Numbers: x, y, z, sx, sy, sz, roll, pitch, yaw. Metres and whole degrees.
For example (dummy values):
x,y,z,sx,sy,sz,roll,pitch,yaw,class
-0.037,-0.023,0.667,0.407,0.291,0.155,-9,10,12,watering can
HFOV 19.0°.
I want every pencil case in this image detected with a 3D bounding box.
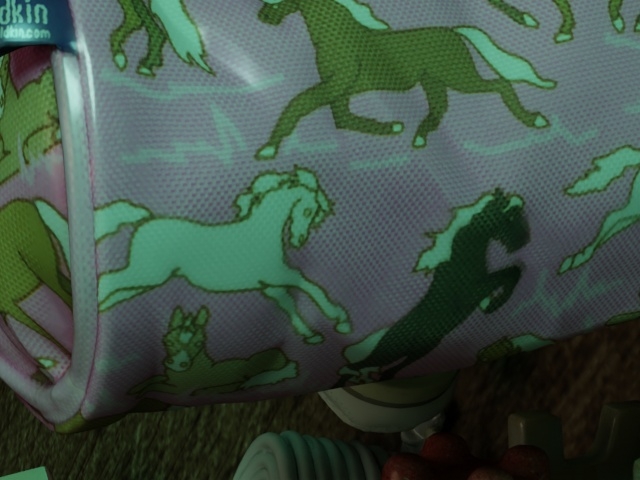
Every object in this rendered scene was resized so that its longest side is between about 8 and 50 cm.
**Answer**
x,y,z,sx,sy,sz,roll,pitch,yaw,class
0.067,-0.057,0.623,0.160,0.386,0.167,-129,37,-49,pencil case

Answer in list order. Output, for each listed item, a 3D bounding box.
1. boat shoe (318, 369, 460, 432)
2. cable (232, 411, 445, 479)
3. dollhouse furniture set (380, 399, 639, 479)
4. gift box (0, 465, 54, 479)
x,y,z,sx,sy,sz,roll,pitch,yaw,class
0.000,0.000,1.019,0.302,0.113,0.103,-109,32,-47,boat shoe
-0.019,0.227,0.990,0.257,0.089,0.257,120,163,-50,cable
0.146,0.175,0.666,0.374,0.201,0.152,17,105,58,dollhouse furniture set
-0.246,0.325,1.313,0.276,0.258,0.255,99,153,-57,gift box
